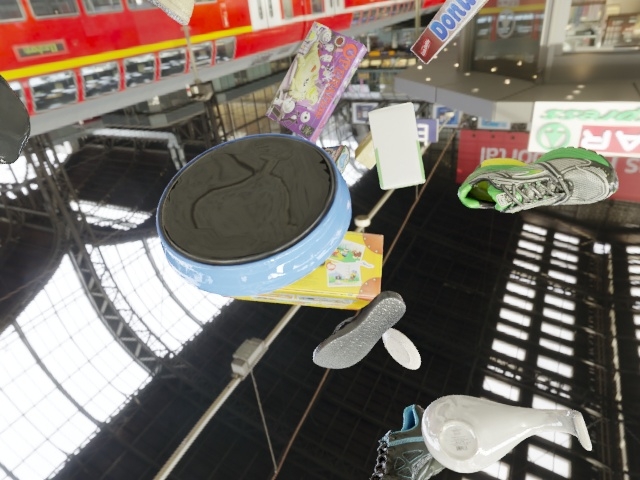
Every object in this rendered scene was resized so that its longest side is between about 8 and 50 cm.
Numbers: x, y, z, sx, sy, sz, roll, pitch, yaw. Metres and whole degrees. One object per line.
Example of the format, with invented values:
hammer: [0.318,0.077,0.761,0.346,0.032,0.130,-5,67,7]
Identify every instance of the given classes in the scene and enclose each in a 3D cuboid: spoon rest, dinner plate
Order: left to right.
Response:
dinner plate: [0.229,0.317,1.260,0.017,0.141,0.141,-31,-143,-28]
spoon rest: [0.316,0.338,0.771,0.277,0.137,0.084,-17,169,28]

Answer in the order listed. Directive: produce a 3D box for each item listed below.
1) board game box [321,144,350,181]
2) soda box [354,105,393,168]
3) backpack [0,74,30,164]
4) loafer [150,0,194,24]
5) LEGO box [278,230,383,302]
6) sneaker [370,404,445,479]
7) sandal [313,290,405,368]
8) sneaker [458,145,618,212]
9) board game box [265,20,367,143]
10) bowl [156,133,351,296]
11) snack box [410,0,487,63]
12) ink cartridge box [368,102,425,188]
board game box: [0.018,-0.193,1.312,0.194,0.060,0.194,8,-116,47]
soda box: [0.176,-0.299,1.276,0.061,0.181,0.058,27,-143,-22]
backpack: [-0.723,-0.251,0.750,0.356,0.290,0.273,-13,-125,24]
loafer: [-0.471,-0.733,1.242,0.092,0.269,0.102,-53,-171,-2]
LEGO box: [-0.087,0.091,1.391,0.501,0.192,0.372,6,165,-3]
sneaker: [0.159,0.506,0.952,0.341,0.125,0.139,-30,-101,-44]
sandal: [0.088,0.203,0.981,0.254,0.097,0.054,-43,-153,17]
sneaker: [0.473,-0.112,0.981,0.146,0.134,0.344,-39,-158,-29]
board game box: [-0.020,-0.525,1.453,0.208,0.346,0.056,34,-168,16]
bowl: [-0.136,-0.073,0.865,0.392,0.077,0.390,-6,-129,7]
snack box: [0.111,-0.174,0.283,0.064,0.022,0.178,-48,-175,-1]
ink cartridge box: [0.167,-0.194,0.955,0.093,0.160,0.219,-10,-176,10]
